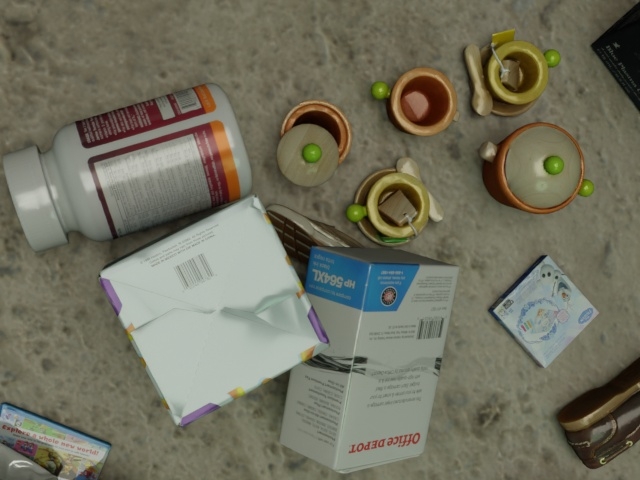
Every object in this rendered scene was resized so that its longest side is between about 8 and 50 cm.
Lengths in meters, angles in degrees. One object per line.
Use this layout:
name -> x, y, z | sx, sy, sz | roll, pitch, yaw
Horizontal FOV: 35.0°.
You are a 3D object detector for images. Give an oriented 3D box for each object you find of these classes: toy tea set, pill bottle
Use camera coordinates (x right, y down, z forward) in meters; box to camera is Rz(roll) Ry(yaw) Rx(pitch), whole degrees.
toy tea set -> 0.123, -0.098, 1.054 | 0.336, 0.124, 0.200 | -17, 93, -10
pill bottle -> -0.187, -0.069, 0.998 | 0.221, 0.121, 0.121 | -18, 93, -10

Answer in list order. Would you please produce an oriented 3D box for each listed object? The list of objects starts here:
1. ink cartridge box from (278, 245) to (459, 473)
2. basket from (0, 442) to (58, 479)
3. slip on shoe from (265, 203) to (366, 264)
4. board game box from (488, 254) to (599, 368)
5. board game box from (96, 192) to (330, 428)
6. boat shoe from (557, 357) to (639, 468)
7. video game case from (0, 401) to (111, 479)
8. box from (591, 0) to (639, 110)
ink cartridge box -> 0.049, 0.114, 1.013 | 0.148, 0.086, 0.203 | 4, 99, -49
basket -> -0.354, 0.236, 0.956 | 0.167, 0.113, 0.103 | 28, 88, 4
slip on shoe -> 0.000, 0.000, 1.075 | 0.135, 0.051, 0.041 | 30, 45, -1
board game box -> 0.248, 0.079, 1.130 | 0.090, 0.020, 0.090 | -44, 97, -8
board game box -> -0.108, 0.057, 0.933 | 0.144, 0.275, 0.142 | -27, 95, -10
boat shoe -> 0.363, 0.175, 1.128 | 0.207, 0.073, 0.073 | -31, 97, -2
video game case -> -0.300, 0.263, 1.029 | 0.119, 0.015, 0.166 | 24, 86, -9
box -> 0.398, -0.191, 1.090 | 0.093, 0.158, 0.156 | -40, 96, -8
